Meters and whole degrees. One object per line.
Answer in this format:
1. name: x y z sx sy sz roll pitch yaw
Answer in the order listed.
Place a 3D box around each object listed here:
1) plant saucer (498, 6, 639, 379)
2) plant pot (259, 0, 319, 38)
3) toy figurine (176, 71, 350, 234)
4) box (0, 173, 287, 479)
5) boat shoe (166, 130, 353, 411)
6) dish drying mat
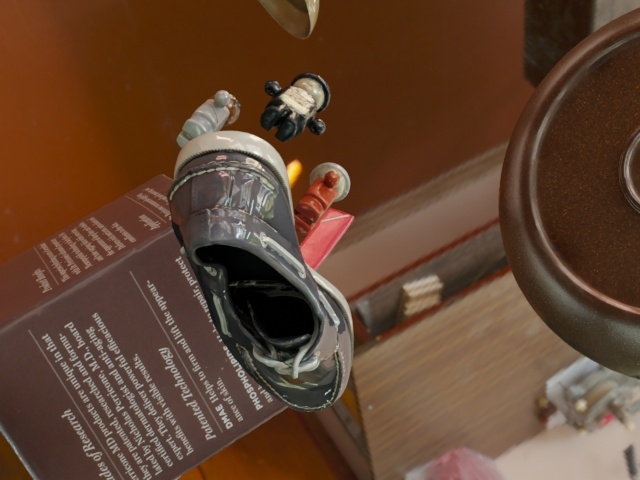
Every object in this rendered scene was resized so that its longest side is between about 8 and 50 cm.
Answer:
1. plant saucer: 0.270 -0.050 0.710 0.310 0.310 0.050 -47 147 12
2. plant pot: -0.067 -0.349 1.137 0.032 0.236 0.236 -35 142 -8
3. toy figurine: -0.076 -0.118 1.336 0.210 0.148 0.213 -5 116 24
4. box: -0.147 0.075 0.726 0.203 0.168 0.167 -32 111 -14
5. boat shoe: -0.028 0.039 0.489 0.075 0.065 0.206 -8 137 9
6. dish drying mat: 0.000 0.000 0.965 0.083 0.032 0.008 -52 154 -31
